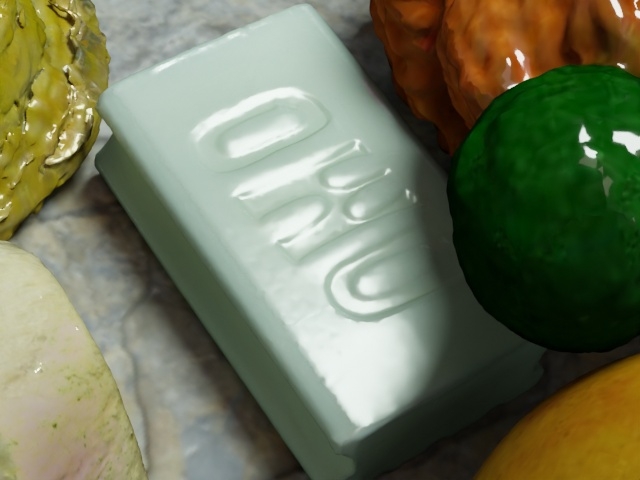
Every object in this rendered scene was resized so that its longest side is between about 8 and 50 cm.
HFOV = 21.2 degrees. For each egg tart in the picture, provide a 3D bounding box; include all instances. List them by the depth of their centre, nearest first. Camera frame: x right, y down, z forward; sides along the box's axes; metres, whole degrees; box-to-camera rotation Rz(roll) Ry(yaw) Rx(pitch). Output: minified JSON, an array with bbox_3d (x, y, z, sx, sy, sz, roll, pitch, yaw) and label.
[{"bbox_3d":[-0.269,-0.110,1.017,0.294,0.123,0.294,3,58,-5],"label":"egg tart"}]

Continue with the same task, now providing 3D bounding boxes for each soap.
[{"bbox_3d":[0.000,0.000,1.007,0.159,0.087,0.265,-26,65,-23],"label":"soap"}]

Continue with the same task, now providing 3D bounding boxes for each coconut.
[{"bbox_3d":[-0.222,0.112,0.809,0.259,0.259,0.259,4,57,-6],"label":"coconut"}]

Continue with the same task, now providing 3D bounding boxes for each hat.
[{"bbox_3d":[0.150,-0.128,0.910,0.285,0.285,0.400,13,24,0],"label":"hat"}]

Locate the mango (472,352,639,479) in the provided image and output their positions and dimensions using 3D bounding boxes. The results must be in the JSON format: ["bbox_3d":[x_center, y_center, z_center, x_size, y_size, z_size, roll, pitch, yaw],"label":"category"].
[{"bbox_3d":[0.139,0.253,0.750,0.232,0.300,0.446,32,61,-17],"label":"mango"}]
